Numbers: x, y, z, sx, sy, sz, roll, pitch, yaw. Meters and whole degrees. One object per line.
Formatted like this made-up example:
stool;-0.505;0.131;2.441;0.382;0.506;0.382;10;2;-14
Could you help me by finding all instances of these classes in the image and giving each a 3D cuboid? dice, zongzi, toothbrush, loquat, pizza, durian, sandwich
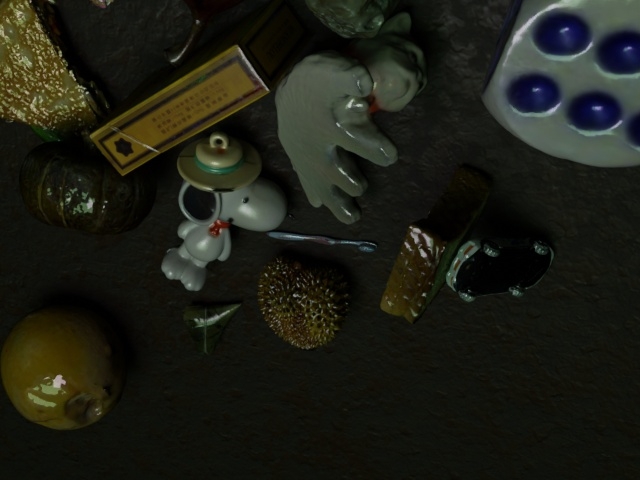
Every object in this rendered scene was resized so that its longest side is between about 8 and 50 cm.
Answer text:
dice;0.356;-0.251;1.242;0.259;0.251;0.243;19;132;5
zongzi;-0.183;0.159;1.867;0.113;0.052;0.104;-9;128;10
toothbrush;0.000;0.000;1.703;0.193;0.019;0.013;8;126;17
loquat;-0.483;0.232;1.920;0.243;0.244;0.244;10;126;14
pizza;-0.446;-0.289;1.628;0.287;0.074;0.251;17;126;-2
durian;-0.026;0.106;1.717;0.158;0.137;0.168;10;120;39
sandwich;0.173;0.008;1.520;0.065;0.215;0.186;29;132;12

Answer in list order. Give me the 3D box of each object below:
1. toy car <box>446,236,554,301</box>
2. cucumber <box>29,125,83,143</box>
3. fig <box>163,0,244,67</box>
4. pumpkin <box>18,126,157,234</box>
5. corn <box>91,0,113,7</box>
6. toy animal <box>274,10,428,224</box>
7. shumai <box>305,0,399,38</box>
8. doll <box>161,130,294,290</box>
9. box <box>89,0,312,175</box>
toy car;0.273;0.037;1.544;0.056;0.204;0.095;45;123;37
cucumber;-0.388;-0.131;1.730;0.250;0.056;0.056;41;127;-9
fig;-0.145;-0.371;1.379;0.216;0.217;0.321;26;129;1
pumpkin;-0.362;-0.096;1.604;0.218;0.219;0.163;10;100;13
corn;-0.359;-0.472;1.465;0.092;0.092;0.281;-11;124;26
toy animal;0.056;-0.180;1.493;0.266;0.188;0.308;10;141;40
shumai;0.086;-0.378;1.277;0.221;0.225;0.261;7;110;17
doll;-0.186;-0.043;1.662;0.271;0.144;0.208;-32;118;29
box;-0.174;-0.226;1.497;0.301;0.193;0.084;-24;111;32
